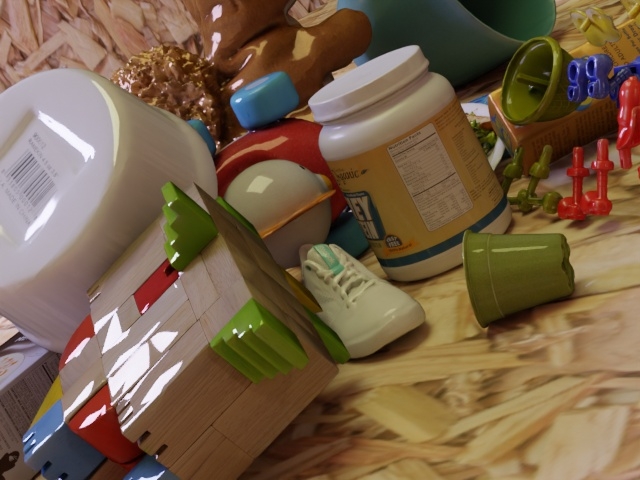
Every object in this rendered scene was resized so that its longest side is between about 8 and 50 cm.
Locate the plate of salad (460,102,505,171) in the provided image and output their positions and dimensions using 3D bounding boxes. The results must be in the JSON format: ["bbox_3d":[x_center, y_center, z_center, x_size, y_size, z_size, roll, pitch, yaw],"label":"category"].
[{"bbox_3d":[0.119,-0.090,1.614,0.199,0.048,0.200,-26,36,21],"label":"plate of salad"}]

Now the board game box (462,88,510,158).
[{"bbox_3d":[0.206,-0.138,1.719,0.210,0.047,0.160,-21,16,28],"label":"board game box"}]

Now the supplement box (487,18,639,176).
[{"bbox_3d":[0.298,-0.164,1.523,0.233,0.078,0.080,-29,-27,1],"label":"supplement box"}]

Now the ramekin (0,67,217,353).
[{"bbox_3d":[-0.254,-0.037,1.426,0.277,0.135,0.277,-15,60,27],"label":"ramekin"}]

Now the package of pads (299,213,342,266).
[{"bbox_3d":[0.000,0.000,1.654,0.083,0.032,0.050,-31,17,-13],"label":"package of pads"}]

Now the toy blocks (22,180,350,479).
[{"bbox_3d":[-0.139,0.116,1.203,0.261,0.191,0.381,-46,24,5],"label":"toy blocks"}]

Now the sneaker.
[{"bbox_3d":[0.023,0.046,1.317,0.080,0.094,0.212,-30,14,-15],"label":"sneaker"}]

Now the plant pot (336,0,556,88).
[{"bbox_3d":[0.163,-0.354,2.123,0.235,0.293,0.293,-35,6,39],"label":"plant pot"}]

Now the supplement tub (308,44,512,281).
[{"bbox_3d":[0.087,-0.076,1.408,0.144,0.200,0.144,-27,14,7],"label":"supplement tub"}]

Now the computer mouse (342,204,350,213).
[{"bbox_3d":[0.019,-0.045,1.763,0.071,0.041,0.242,-12,22,47],"label":"computer mouse"}]

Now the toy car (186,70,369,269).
[{"bbox_3d":[-0.036,-0.040,1.481,0.210,0.219,0.238,-32,16,-15],"label":"toy car"}]

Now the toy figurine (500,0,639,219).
[{"bbox_3d":[0.328,-0.114,1.329,0.217,0.191,0.362,0,0,-14],"label":"toy figurine"}]

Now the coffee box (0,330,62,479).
[{"bbox_3d":[-0.326,0.183,1.481,0.141,0.098,0.246,-13,21,41],"label":"coffee box"}]

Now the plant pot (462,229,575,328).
[{"bbox_3d":[0.165,0.025,1.173,0.079,0.083,0.083,-10,19,19],"label":"plant pot"}]

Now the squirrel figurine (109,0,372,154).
[{"bbox_3d":[-0.116,-0.217,1.946,0.397,0.370,0.281,-30,14,-6],"label":"squirrel figurine"}]
